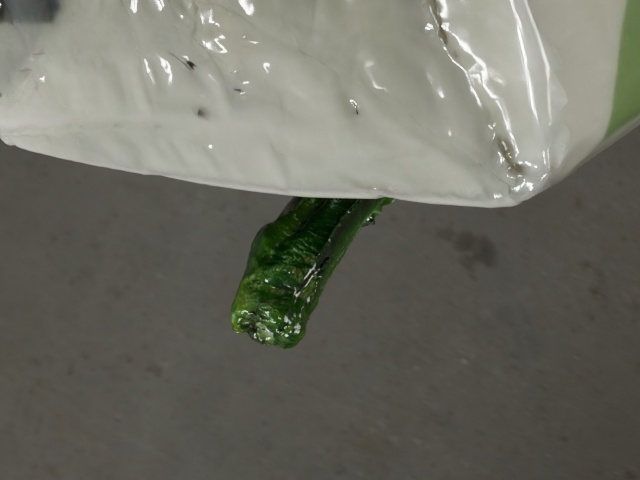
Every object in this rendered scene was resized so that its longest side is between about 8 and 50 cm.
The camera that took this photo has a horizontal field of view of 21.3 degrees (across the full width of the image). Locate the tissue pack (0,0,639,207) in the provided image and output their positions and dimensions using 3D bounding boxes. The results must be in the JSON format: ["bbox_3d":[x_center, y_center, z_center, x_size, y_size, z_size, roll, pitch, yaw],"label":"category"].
[{"bbox_3d":[0.066,-0.168,0.569,0.266,0.356,0.194,8,122,45],"label":"tissue pack"}]

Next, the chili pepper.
[{"bbox_3d":[0.003,-0.007,0.602,0.035,0.118,0.055,42,121,-6],"label":"chili pepper"}]
